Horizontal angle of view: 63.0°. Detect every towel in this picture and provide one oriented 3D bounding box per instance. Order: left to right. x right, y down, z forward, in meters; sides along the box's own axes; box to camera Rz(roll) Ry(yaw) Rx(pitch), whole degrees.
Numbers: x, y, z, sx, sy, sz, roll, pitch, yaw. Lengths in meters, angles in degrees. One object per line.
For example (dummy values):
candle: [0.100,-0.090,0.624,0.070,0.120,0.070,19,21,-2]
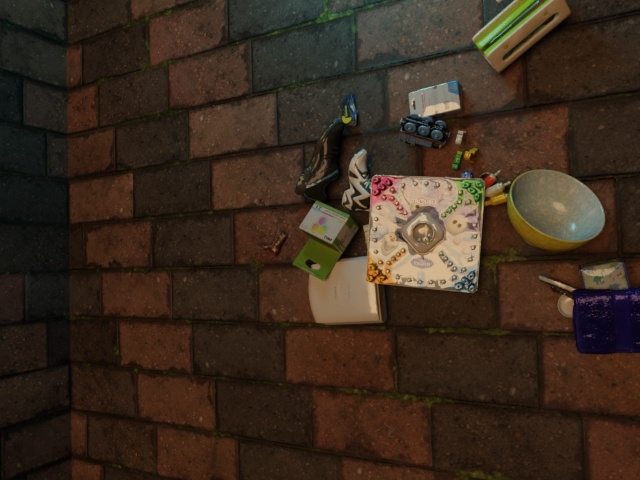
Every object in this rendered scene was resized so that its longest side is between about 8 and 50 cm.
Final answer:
towel: [0.915,0.246,1.538,0.308,0.076,0.228,-6,114,26]

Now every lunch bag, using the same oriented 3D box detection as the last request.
lunch bag: [0.873,0.140,1.598,0.128,0.096,0.151,-14,91,27]

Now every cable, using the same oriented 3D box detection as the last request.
cable: [0.524,-0.135,1.806,0.287,0.072,0.140,-36,68,23]

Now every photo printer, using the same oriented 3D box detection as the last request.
photo printer: [0.094,0.195,2.009,0.307,0.107,0.256,-6,85,28]

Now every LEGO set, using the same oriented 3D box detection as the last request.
LEGO set: [0.492,-0.272,1.813,0.087,0.093,0.227,16,96,27]

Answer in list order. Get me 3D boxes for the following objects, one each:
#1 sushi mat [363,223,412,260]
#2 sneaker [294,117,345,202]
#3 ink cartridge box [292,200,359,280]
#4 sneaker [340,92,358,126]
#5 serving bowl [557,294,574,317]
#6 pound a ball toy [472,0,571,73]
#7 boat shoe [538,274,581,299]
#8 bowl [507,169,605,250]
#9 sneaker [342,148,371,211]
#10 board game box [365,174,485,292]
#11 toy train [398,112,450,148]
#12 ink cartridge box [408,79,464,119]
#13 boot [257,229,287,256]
sushi mat: [0.309,-0.040,1.895,0.316,0.019,0.152,-20,61,16]
sneaker: [0.027,-0.315,2.072,0.139,0.125,0.341,27,101,0]
ink cartridge box: [0.000,0.000,2.005,0.188,0.097,0.255,26,79,39]
sneaker: [0.116,-0.510,2.048,0.053,0.059,0.144,-17,61,38]
serving bowl: [0.804,0.208,1.666,0.083,0.027,0.083,-17,59,30]
pound a ball toy: [0.667,-0.733,1.729,0.319,0.135,0.208,-39,47,22]
boat shoe: [0.764,0.151,1.673,0.142,0.049,0.040,26,108,42]
bowl: [0.710,-0.068,1.639,0.289,0.289,0.156,43,151,22]
sneaker: [0.181,-0.218,1.981,0.153,0.094,0.235,20,98,26]
board game box: [0.354,-0.025,1.807,0.389,0.050,0.390,4,96,18]
toy train: [0.370,-0.386,1.872,0.184,0.105,0.080,18,57,10]
ink cartridge box: [0.416,-0.497,1.878,0.180,0.060,0.104,-7,86,28]
boot: [-0.203,-0.005,2.213,0.106,0.037,0.114,29,106,12]
